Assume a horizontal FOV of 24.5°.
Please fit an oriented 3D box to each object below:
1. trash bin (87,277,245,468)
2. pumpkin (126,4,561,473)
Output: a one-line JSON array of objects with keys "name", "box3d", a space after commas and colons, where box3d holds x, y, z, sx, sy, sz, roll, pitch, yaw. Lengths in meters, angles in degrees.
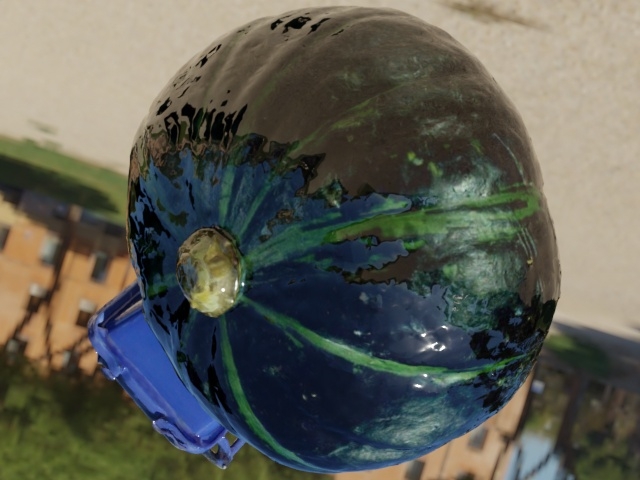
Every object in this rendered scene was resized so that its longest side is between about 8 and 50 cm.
[{"name": "trash bin", "box3d": [-0.068, 0.074, 1.287, 0.184, 0.162, 0.234, 49, 138, -5]}, {"name": "pumpkin", "box3d": [0.000, 0.000, 0.950, 0.238, 0.315, 0.315, -5, -165, -45]}]
